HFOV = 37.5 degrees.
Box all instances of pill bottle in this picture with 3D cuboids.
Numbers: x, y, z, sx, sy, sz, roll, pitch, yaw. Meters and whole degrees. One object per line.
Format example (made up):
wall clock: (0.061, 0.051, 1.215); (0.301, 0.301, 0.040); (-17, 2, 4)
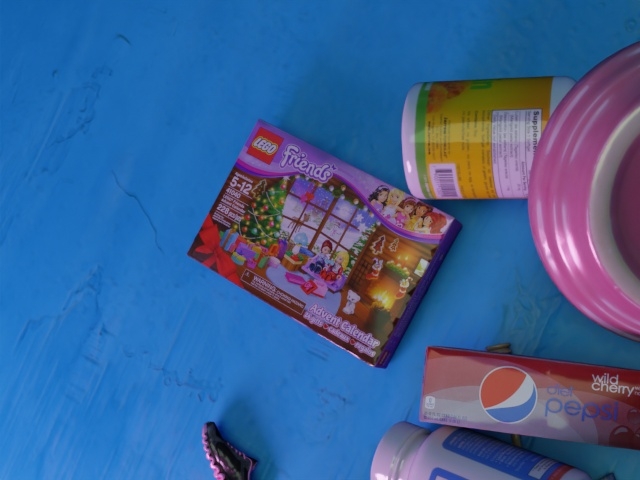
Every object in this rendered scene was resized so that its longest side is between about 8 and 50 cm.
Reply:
pill bottle: (0.225, -0.115, 1.065); (0.245, 0.136, 0.137); (1, 82, 18)
pill bottle: (0.170, 0.272, 1.021); (0.221, 0.124, 0.124); (15, 87, 36)

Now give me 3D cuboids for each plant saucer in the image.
plant saucer: (0.382, -0.044, 0.950); (0.331, 0.084, 0.332); (0, 101, 0)

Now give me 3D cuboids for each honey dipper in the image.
honey dipper: (0.219, 0.199, 1.078); (0.030, 0.030, 0.161); (-13, 82, 18)

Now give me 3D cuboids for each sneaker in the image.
sneaker: (-0.109, 0.278, 1.179); (0.057, 0.047, 0.119); (-24, 75, -5)

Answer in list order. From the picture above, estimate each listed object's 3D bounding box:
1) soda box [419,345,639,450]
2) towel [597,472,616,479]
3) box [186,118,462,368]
soda box: (0.242, 0.168, 1.014); (0.263, 0.092, 0.084); (5, 84, 10)
towel: (0.255, 0.414, 1.026); (0.285, 0.034, 0.209); (-35, 69, 10)
box: (0.000, 0.000, 1.170); (0.293, 0.057, 0.201); (28, 91, 22)
